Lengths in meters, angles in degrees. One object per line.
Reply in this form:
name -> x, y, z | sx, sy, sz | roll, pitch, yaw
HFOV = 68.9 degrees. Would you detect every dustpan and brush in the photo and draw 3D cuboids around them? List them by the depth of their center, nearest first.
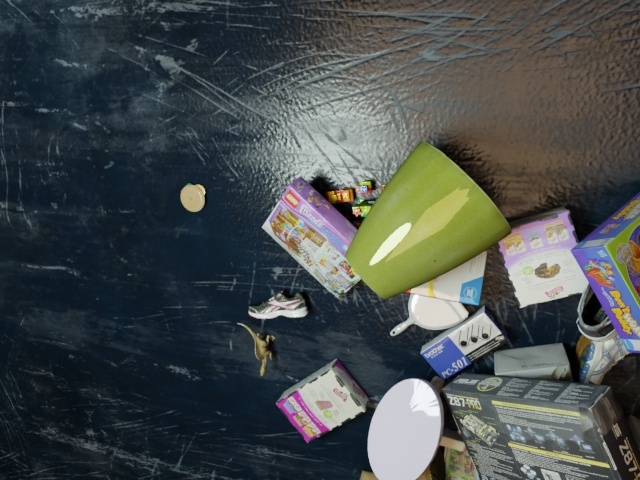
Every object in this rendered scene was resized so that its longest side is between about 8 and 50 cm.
dustpan and brush -> 0.264, 0.195, 1.233 | 0.211, 0.060, 0.147 | -39, 77, 15

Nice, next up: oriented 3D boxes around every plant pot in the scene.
plant pot -> 0.207, -0.015, 1.029 | 0.293, 0.275, 0.275 | -44, 89, 8

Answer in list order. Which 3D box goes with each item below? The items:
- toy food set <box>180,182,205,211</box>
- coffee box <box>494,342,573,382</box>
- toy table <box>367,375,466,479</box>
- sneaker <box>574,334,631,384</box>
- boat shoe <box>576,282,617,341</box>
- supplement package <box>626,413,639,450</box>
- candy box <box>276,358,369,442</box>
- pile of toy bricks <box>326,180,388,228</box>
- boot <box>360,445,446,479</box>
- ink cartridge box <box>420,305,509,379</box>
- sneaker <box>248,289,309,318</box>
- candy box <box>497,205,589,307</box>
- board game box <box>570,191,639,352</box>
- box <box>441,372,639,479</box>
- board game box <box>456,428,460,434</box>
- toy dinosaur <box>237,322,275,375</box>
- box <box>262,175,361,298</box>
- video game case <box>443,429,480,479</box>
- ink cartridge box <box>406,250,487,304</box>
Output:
toy food set -> -0.374, -0.125, 1.365 | 0.083, 0.020, 0.083 | 7, 108, 17
coffee box -> 0.555, 0.423, 1.164 | 0.168, 0.119, 0.296 | -14, 100, 22
toy table -> 0.245, 0.488, 1.225 | 0.252, 0.161, 0.274 | 36, 101, 32
sneaker -> 0.681, 0.236, 1.073 | 0.131, 0.112, 0.296 | 13, 110, 14
boat shoe -> 0.633, 0.068, 0.981 | 0.108, 0.102, 0.301 | 32, 86, 44
supplement package -> 0.773, 0.573, 1.041 | 0.178, 0.293, 0.175 | 22, 112, 12
candy box -> 0.006, 0.479, 1.390 | 0.233, 0.071, 0.159 | -37, 91, 25
pile of toy bricks -> 0.112, -0.085, 1.169 | 0.213, 0.105, 0.117 | -4, 105, 20
boot -> 0.229, 0.699, 1.363 | 0.270, 0.089, 0.235 | -16, 74, 37
ink cartridge box -> 0.375, 0.270, 1.220 | 0.207, 0.046, 0.097 | -41, 89, 24
sneaker -> -0.122, 0.182, 1.356 | 0.179, 0.072, 0.077 | -4, 92, 11
candy box -> 0.517, 0.040, 1.091 | 0.165, 0.070, 0.196 | -18, 99, 22
board game box -> 0.678, 0.025, 0.912 | 0.347, 0.078, 0.233 | -33, 95, -20
box -> 0.485, 0.464, 1.026 | 0.395, 0.097, 0.318 | -23, 93, 59
board game box -> 0.436, 0.526, 1.273 | 0.090, 0.020, 0.090 | 46, 101, 11
toy dinosaur -> -0.178, 0.308, 1.389 | 0.053, 0.092, 0.183 | -15, 101, 21
box -> 0.000, 0.000, 1.218 | 0.293, 0.057, 0.201 | 44, 139, 2
video game case -> 0.445, 0.650, 1.321 | 0.194, 0.023, 0.212 | 8, 108, 16
ink cartridge box -> 0.280, 0.075, 1.155 | 0.231, 0.078, 0.134 | 8, 85, 16
